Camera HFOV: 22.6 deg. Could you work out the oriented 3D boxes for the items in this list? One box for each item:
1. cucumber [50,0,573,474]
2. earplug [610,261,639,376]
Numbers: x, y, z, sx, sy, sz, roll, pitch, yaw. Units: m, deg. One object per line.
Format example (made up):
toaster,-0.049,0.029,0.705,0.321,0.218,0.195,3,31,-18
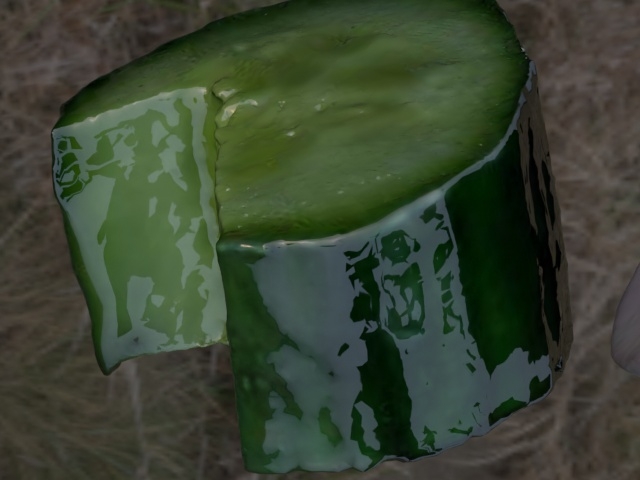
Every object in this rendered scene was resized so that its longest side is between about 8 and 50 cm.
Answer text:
cucumber,0.010,-0.003,0.593,0.191,0.191,0.130,-37,125,-35
earplug,0.271,0.056,0.551,0.301,0.172,0.172,35,63,0
